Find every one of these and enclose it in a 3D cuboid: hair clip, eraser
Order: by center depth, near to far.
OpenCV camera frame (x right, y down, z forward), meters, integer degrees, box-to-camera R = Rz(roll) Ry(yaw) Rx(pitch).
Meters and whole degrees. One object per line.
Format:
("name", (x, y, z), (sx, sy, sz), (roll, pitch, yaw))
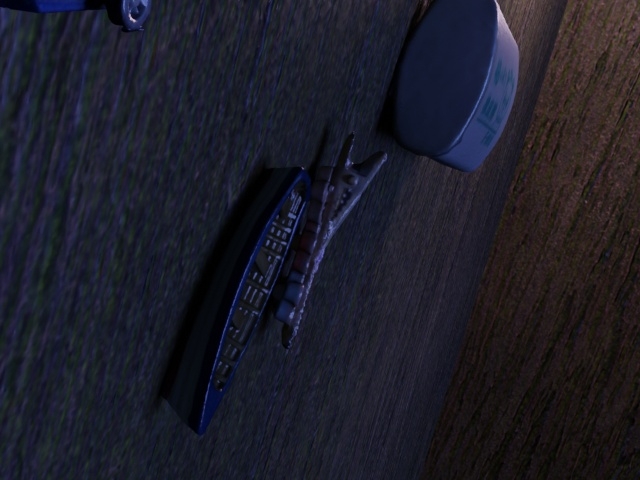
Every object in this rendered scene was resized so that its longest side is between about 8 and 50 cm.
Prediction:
("hair clip", (-0.006, -0.003, 1.064), (0.214, 0.056, 0.062), (-63, -178, 4))
("eraser", (0.168, -0.184, 1.356), (0.290, 0.104, 0.189), (0, 105, -75))

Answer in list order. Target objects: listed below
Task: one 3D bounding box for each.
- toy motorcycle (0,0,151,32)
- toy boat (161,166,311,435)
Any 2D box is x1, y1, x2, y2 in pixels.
("toy motorcycle", (-0.112, -0.147, 0.463), (0.205, 0.076, 0.114), (-37, 136, -66))
("toy boat", (-0.066, 0.043, 0.902), (0.080, 0.046, 0.229), (71, 41, -68))
